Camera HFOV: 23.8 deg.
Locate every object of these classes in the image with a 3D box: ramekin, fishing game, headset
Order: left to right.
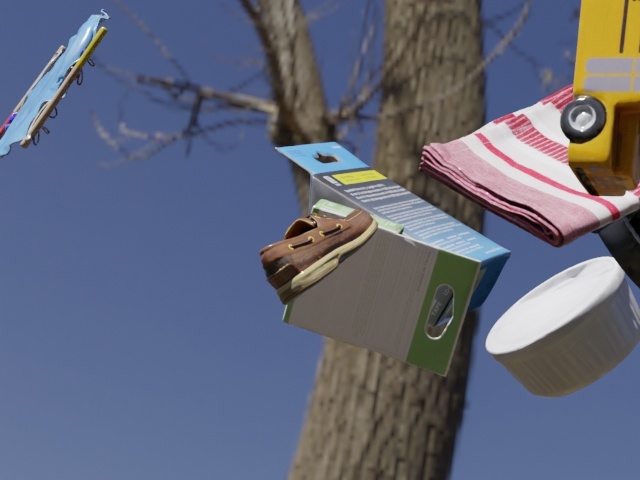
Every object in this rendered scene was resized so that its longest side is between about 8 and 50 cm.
[{"bbox_3d":[-0.263,-0.152,1.523,0.041,0.189,0.264,36,-12,-17],"label":"fishing game"},{"bbox_3d":[0.428,0.155,2.593,0.273,0.273,0.127,-25,-75,49],"label":"ramekin"},{"bbox_3d":[0.436,-0.059,2.310,0.185,0.394,0.243,-36,-31,26],"label":"headset"}]

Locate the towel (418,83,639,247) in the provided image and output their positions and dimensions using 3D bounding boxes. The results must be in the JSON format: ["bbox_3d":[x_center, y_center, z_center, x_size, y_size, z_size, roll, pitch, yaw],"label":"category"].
[{"bbox_3d":[0.312,-0.104,1.801,0.237,0.329,0.037,33,-45,41],"label":"towel"}]

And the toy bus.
[{"bbox_3d":[0.341,-0.217,1.624,0.130,0.332,0.108,2,-16,22],"label":"toy bus"}]

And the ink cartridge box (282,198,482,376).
[{"bbox_3d":[0.082,0.062,2.007,0.235,0.171,0.056,18,15,9],"label":"ink cartridge box"}]

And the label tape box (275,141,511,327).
[{"bbox_3d":[0.090,-0.014,2.239,0.334,0.106,0.240,33,16,16],"label":"label tape box"}]

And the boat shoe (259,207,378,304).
[{"bbox_3d":[0.000,0.000,1.461,0.064,0.178,0.060,-36,-89,34],"label":"boat shoe"}]
